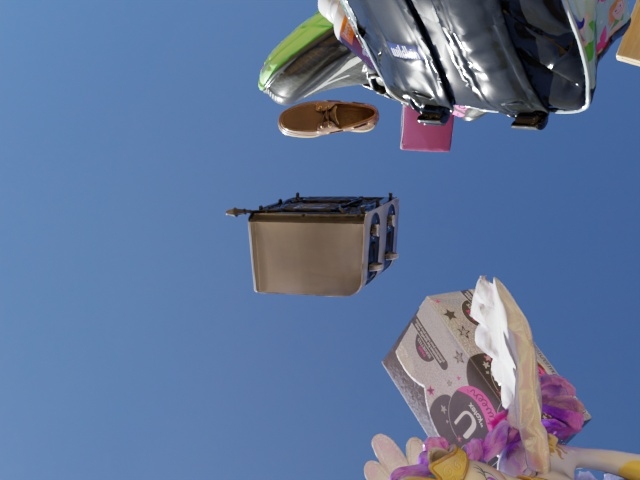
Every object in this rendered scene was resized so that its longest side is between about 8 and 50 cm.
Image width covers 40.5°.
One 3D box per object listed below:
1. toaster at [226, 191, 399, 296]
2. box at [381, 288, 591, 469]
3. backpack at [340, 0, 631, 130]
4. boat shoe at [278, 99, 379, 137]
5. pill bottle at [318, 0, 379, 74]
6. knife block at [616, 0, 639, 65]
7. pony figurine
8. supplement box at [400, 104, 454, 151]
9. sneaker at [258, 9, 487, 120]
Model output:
[{"bbox_3d":[0.000,0.000,1.115,0.185,0.110,0.168,1,-170,19],"label":"toaster"},{"bbox_3d":[0.227,0.210,1.235,0.142,0.163,0.247,-7,-131,-36],"label":"box"},{"bbox_3d":[0.115,-0.231,0.669,0.225,0.253,0.191,12,-113,39],"label":"backpack"},{"bbox_3d":[0.015,-0.216,1.503,0.178,0.060,0.064,-4,-92,-4],"label":"boat shoe"},{"bbox_3d":[0.070,-0.221,0.903,0.086,0.086,0.152,-42,-114,-11],"label":"pill bottle"},{"bbox_3d":[0.473,-0.374,1.080,0.088,0.242,0.276,22,-126,22],"label":"knife block"},{"bbox_3d":[0.214,0.232,0.865,0.351,0.363,0.303,-114,-133,-75],"label":"pony figurine"},{"bbox_3d":[0.172,-0.242,1.384,0.081,0.104,0.188,4,-131,4],"label":"supplement box"},{"bbox_3d":[0.153,-0.256,1.190,0.483,0.202,0.185,-13,-176,-2],"label":"sneaker"}]
